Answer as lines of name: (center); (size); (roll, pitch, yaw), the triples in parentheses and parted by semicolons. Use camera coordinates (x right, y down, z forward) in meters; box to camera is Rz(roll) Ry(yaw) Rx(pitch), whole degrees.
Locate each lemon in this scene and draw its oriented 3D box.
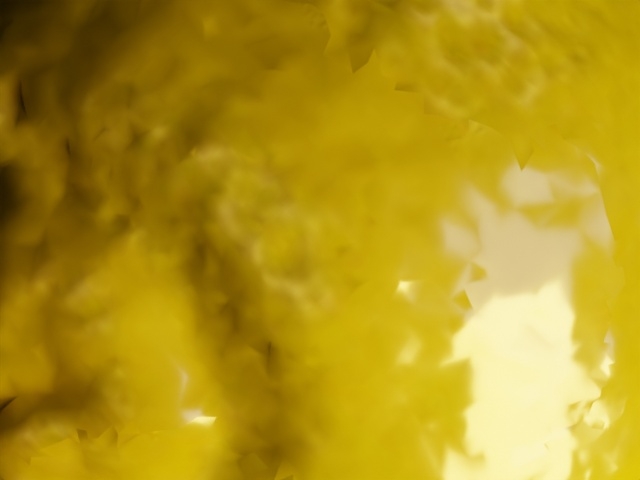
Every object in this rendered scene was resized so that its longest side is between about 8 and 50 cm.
lemon: (0.000, 0.000, 0.644); (0.348, 0.348, 0.348); (-14, 108, -47)
